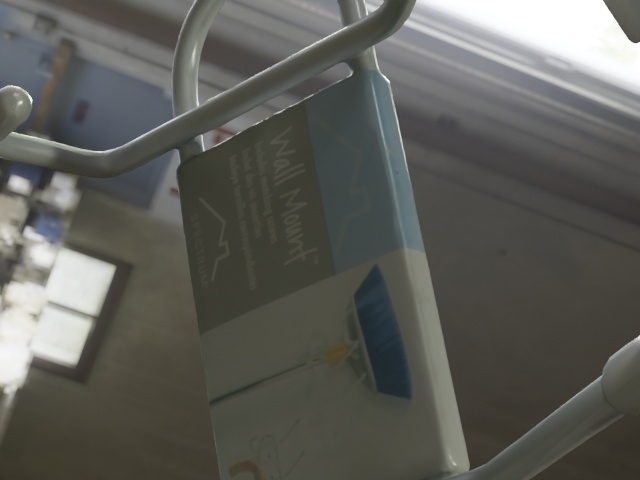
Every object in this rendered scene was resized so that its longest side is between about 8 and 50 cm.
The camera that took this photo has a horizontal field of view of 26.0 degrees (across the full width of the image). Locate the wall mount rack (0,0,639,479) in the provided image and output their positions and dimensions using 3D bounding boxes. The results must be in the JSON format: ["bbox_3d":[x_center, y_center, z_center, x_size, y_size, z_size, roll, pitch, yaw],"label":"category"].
[{"bbox_3d":[0.000,0.000,0.518,0.304,0.130,0.350,-25,-115,33],"label":"wall mount rack"}]

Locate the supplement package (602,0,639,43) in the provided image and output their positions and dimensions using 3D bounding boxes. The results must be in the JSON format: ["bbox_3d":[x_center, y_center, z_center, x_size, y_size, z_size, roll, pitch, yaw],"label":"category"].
[{"bbox_3d":[0.184,-0.222,0.707,0.149,0.194,0.203,-31,180,9],"label":"supplement package"}]
